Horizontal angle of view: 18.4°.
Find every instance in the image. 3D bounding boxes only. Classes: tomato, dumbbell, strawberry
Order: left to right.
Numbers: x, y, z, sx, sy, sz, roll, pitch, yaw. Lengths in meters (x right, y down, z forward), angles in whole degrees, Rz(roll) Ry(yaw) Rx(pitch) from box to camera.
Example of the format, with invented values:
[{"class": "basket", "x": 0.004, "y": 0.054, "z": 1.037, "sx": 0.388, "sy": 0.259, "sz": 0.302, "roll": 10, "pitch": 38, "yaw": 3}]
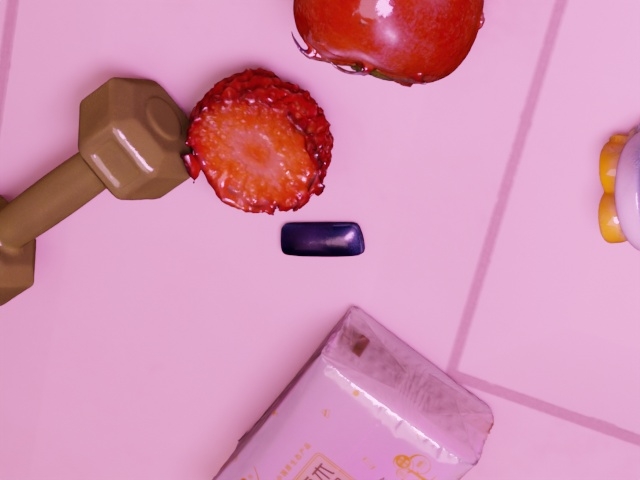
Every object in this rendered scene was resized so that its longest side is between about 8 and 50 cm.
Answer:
[{"class": "dumbbell", "x": -0.253, "y": -0.043, "z": 1.894, "sx": 0.302, "sy": 0.108, "sz": 0.121, "roll": -33, "pitch": 103, "yaw": 30}, {"class": "strawberry", "x": -0.052, "y": -0.092, "z": 1.813, "sx": 0.145, "sy": 0.086, "sz": 0.145, "roll": 9, "pitch": 118, "yaw": 17}, {"class": "tomato", "x": 0.058, "y": -0.209, "z": 1.683, "sx": 0.167, "sy": 0.167, "sz": 0.167, "roll": 8, "pitch": 119, "yaw": 15}]

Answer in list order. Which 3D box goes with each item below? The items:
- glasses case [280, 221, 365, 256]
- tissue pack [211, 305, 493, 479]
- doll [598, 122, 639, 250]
[{"class": "glasses case", "x": 0.000, "y": 0.000, "z": 1.880, "sx": 0.083, "sy": 0.023, "sz": 0.033, "roll": 0, "pitch": 118, "yaw": 19}, {"class": "tissue pack", "x": 0.029, "y": 0.211, "z": 1.922, "sx": 0.185, "sy": 0.124, "sz": 0.225, "roll": 38, "pitch": 121, "yaw": -1}, {"class": "doll", "x": 0.389, "y": -0.044, "z": 1.660, "sx": 0.314, "sy": 0.141, "sz": 0.177, "roll": 1, "pitch": 87, "yaw": 32}]
